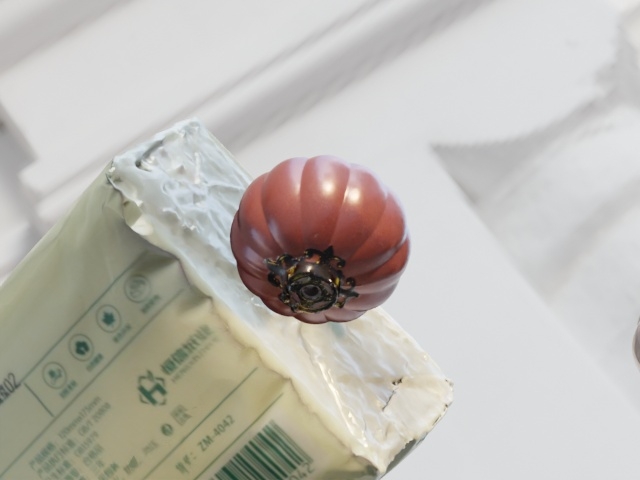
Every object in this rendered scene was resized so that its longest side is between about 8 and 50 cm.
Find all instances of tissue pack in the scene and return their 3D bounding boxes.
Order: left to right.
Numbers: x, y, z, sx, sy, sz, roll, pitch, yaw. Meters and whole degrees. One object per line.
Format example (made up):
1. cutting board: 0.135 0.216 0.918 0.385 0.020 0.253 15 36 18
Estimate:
1. tissue pack: -0.141 0.145 1.417 0.380 0.297 0.207 -43 -3 25

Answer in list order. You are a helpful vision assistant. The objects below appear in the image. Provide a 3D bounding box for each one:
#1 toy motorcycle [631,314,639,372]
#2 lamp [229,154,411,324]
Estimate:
1. toy motorcycle: 0.291 0.096 1.309 0.112 0.112 0.254 -42 -41 6
2. lamp: 0.000 0.000 1.131 0.107 0.092 0.107 4 -48 4
